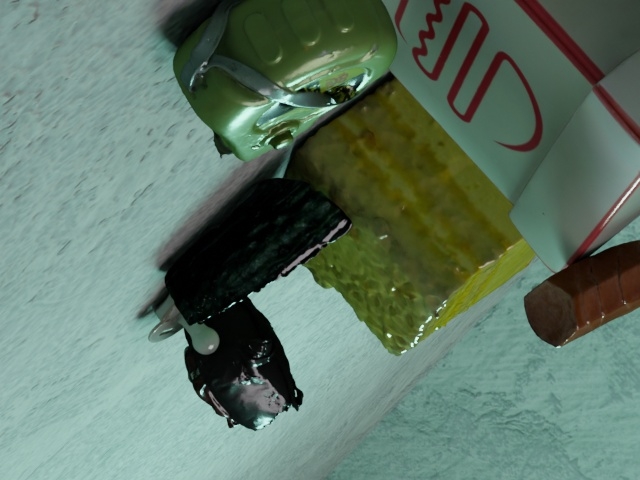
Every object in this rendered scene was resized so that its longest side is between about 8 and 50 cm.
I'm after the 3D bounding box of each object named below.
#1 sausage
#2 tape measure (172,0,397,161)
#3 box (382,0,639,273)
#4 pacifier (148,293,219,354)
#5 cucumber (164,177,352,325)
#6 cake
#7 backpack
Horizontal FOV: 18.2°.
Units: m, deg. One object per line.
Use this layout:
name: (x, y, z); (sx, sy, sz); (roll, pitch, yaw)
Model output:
sausage: (0.251, 0.040, 1.741); (0.169, 0.065, 0.065); (-20, 157, -44)
tape measure: (-0.030, -0.140, 1.517); (0.175, 0.106, 0.200); (-28, 168, 5)
box: (0.254, -0.209, 1.690); (0.314, 0.300, 0.312); (-38, 170, -17)
pacifier: (-0.131, 0.085, 2.085); (0.081, 0.078, 0.099); (-14, 150, -53)
cucumber: (-0.069, 0.002, 1.985); (0.193, 0.086, 0.115); (-40, -159, 8)
cake: (0.130, -0.056, 2.080); (0.286, 0.222, 0.227); (-37, 170, -21)
backpack: (-0.096, 0.124, 2.155); (0.106, 0.165, 0.120); (-35, 125, 1)
